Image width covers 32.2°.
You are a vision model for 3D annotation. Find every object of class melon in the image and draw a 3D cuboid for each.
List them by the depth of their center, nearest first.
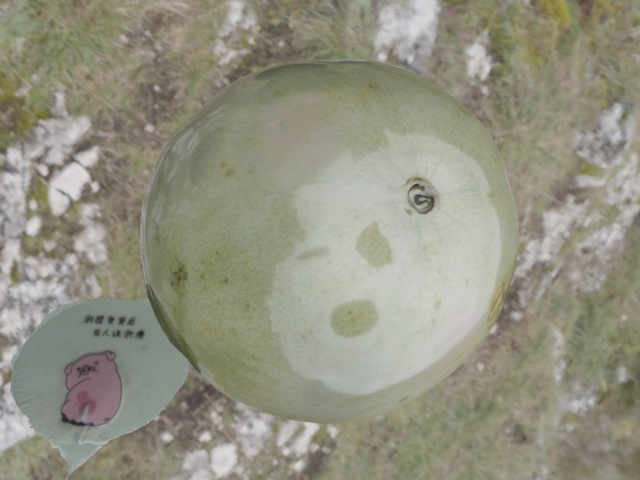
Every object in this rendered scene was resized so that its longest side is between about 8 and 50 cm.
[{"bbox_3d":[0.000,0.000,0.832,0.269,0.330,0.268,5,77,-21],"label":"melon"}]

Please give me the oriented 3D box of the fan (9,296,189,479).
[{"bbox_3d":[-0.223,0.174,1.031,0.182,0.310,0.010,0,140,10],"label":"fan"}]
